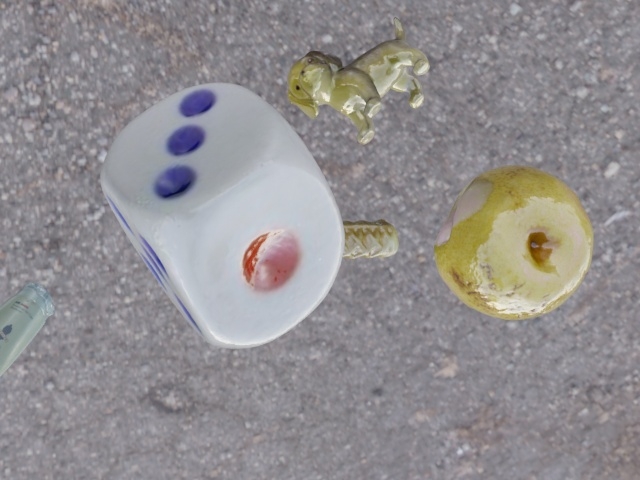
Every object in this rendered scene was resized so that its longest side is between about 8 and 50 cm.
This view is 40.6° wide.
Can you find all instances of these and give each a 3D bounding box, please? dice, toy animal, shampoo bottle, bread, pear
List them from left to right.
[{"bbox_3d":[-0.469,0.146,1.260,0.072,0.212,0.049,33,133,-5],"label":"shampoo bottle"},{"bbox_3d":[-0.152,-0.039,1.343,0.277,0.304,0.304,-38,134,-13],"label":"dice"},{"bbox_3d":[-0.001,0.000,1.682,0.367,0.084,0.077,-1,154,-33],"label":"bread"},{"bbox_3d":[0.066,-0.264,1.435,0.233,0.169,0.121,-25,156,-8],"label":"toy animal"},{"bbox_3d":[0.203,0.003,0.938,0.178,0.178,0.178,-11,129,-14],"label":"pear"}]
